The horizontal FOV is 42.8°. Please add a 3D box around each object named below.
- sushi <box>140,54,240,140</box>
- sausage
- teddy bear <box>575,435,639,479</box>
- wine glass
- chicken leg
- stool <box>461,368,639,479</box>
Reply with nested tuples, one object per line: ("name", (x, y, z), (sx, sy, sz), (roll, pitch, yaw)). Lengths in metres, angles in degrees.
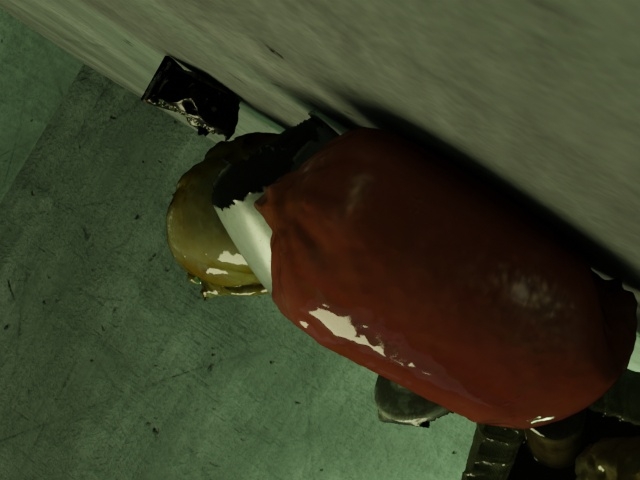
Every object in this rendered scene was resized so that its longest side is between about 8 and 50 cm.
("sushi", (-0.127, -0.146, 0.867), (0.083, 0.056, 0.084), (21, 172, 45))
("sausage", (0.077, 0.030, 0.504), (0.254, 0.148, 0.148), (33, 180, -10))
("teddy bear", (0.306, 0.183, 0.444), (0.256, 0.156, 0.267), (28, -169, -25))
("wine glass", (0.028, 0.025, 0.633), (0.241, 0.126, 0.126), (52, 172, -24))
("chicken leg", (0.000, 0.000, 0.848), (0.429, 0.201, 0.152), (16, 173, 35))
("stool", (0.279, 0.271, 0.724), (0.310, 0.311, 0.226), (13, 175, 7))
